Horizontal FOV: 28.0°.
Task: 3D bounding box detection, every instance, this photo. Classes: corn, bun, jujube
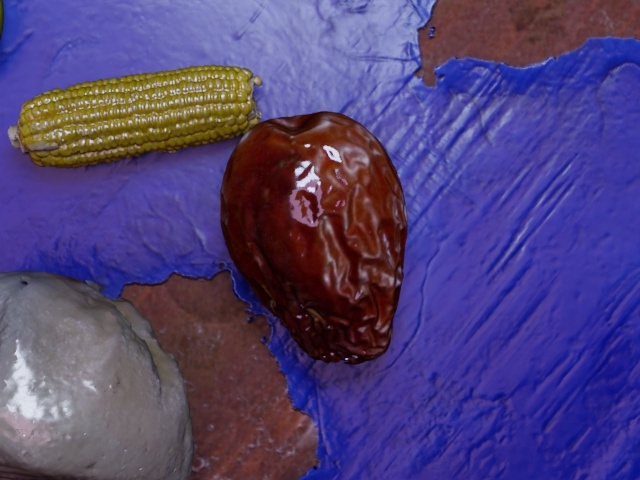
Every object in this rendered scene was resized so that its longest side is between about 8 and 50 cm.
[{"bbox_3d":[-0.170,-0.115,1.192,0.238,0.080,0.080,-9,94,-3],"label":"corn"},{"bbox_3d":[-0.245,0.133,1.136,0.281,0.281,0.205,-1,68,-1],"label":"bun"},{"bbox_3d":[0.000,0.000,1.174,0.168,0.168,0.236,-15,109,0],"label":"jujube"}]

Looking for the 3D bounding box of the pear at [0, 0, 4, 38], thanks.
[{"bbox_3d":[-0.343,-0.210,1.169,0.107,0.107,0.131,-3,89,-1],"label":"pear"}]
